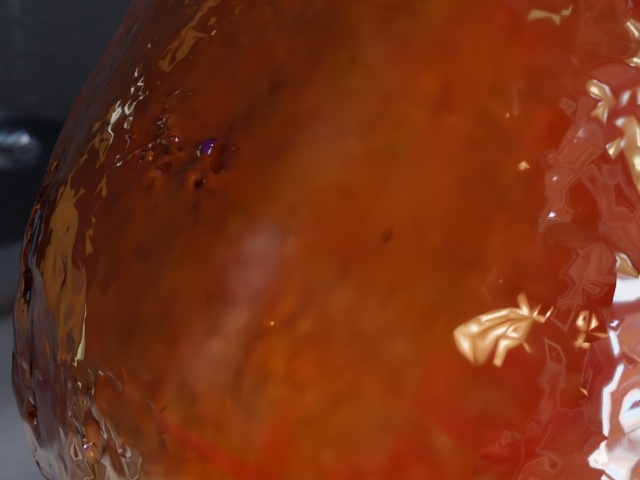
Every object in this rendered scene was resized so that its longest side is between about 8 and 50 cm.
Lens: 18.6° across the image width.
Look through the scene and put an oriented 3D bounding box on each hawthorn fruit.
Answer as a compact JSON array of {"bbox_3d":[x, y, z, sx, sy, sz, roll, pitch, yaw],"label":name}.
[{"bbox_3d":[0.056,-0.035,0.448,0.211,0.211,0.299,30,102,40],"label":"hawthorn fruit"}]
